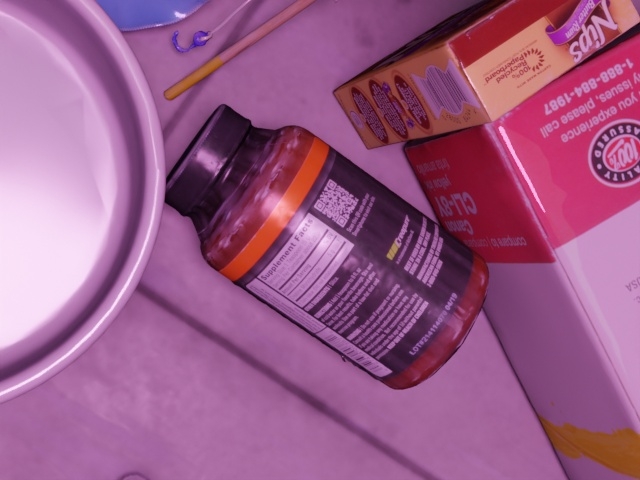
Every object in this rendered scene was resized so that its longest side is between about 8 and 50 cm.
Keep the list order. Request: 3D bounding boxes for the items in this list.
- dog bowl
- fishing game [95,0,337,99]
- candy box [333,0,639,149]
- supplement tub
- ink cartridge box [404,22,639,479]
[{"bbox_3d":[-0.225,-0.036,0.551,0.265,0.104,0.265,1,87,-16],"label":"dog bowl"},{"bbox_3d":[-0.122,-0.217,0.583,0.189,0.041,0.264,-27,107,12],"label":"fishing game"},{"bbox_3d":[0.089,-0.109,0.597,0.109,0.187,0.053,-34,99,-15],"label":"candy box"},{"bbox_3d":[0.000,0.000,0.612,0.198,0.106,0.106,36,79,-11],"label":"supplement tub"},{"bbox_3d":[0.274,0.040,0.657,0.279,0.160,0.384,-29,95,-14],"label":"ink cartridge box"}]
